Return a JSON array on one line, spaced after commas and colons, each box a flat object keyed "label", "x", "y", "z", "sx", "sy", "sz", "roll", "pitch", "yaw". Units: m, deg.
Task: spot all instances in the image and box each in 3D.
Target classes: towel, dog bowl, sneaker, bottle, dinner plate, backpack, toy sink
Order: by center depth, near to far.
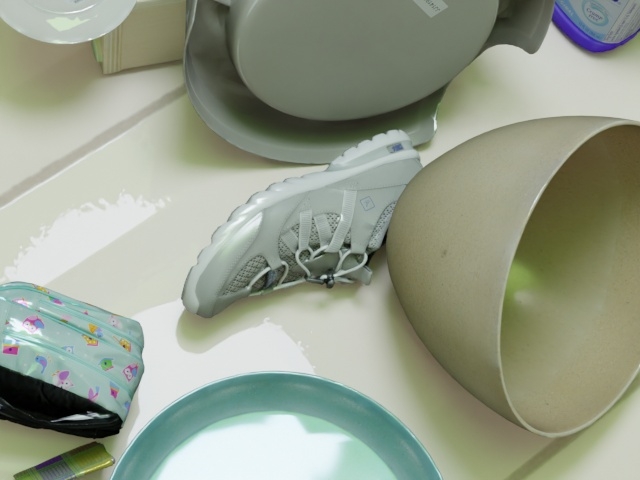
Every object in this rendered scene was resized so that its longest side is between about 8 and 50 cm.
[{"label": "backpack", "x": -0.243, "y": 0.103, "z": 1.331, "sx": 0.182, "sy": 0.152, "sz": 0.115, "roll": 20, "pitch": 73, "yaw": -13}, {"label": "towel", "x": -0.221, "y": 0.199, "z": 1.340, "sx": 0.083, "sy": 0.060, "sz": 0.009, "roll": -22, "pitch": 108, "yaw": -19}, {"label": "dinner plate", "x": -0.235, "y": -0.243, "z": 1.409, "sx": 0.141, "sy": 0.017, "sz": 0.141, "roll": 3, "pitch": 67, "yaw": -7}, {"label": "dog bowl", "x": 0.036, "y": -0.218, "z": 1.418, "sx": 0.348, "sy": 0.349, "sz": 0.102, "roll": -8, "pitch": 56, "yaw": -12}, {"label": "sneaker", "x": 0.000, "y": 0.000, "z": 1.432, "sx": 0.281, "sy": 0.105, "sz": 0.115, "roll": -31, "pitch": 74, "yaw": -21}, {"label": "toy sink", "x": -0.178, "y": -0.263, "z": 1.508, "sx": 0.234, "sy": 0.131, "sz": 0.153, "roll": -13, "pitch": 68, "yaw": -14}, {"label": "bottle", "x": 0.304, "y": -0.298, "z": 1.515, "sx": 0.092, "sy": 0.283, "sz": 0.118, "roll": -33, "pitch": 76, "yaw": -20}]

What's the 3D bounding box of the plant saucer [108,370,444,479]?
[{"label": "plant saucer", "x": -0.037, "y": 0.270, "z": 1.341, "sx": 0.317, "sy": 0.044, "sz": 0.318, "roll": 3, "pitch": 65, "yaw": -7}]

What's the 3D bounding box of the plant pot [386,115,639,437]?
[{"label": "plant pot", "x": 0.172, "y": 0.013, "z": 1.391, "sx": 0.191, "sy": 0.284, "sz": 0.284, "roll": 18, "pitch": 58, "yaw": 40}]
